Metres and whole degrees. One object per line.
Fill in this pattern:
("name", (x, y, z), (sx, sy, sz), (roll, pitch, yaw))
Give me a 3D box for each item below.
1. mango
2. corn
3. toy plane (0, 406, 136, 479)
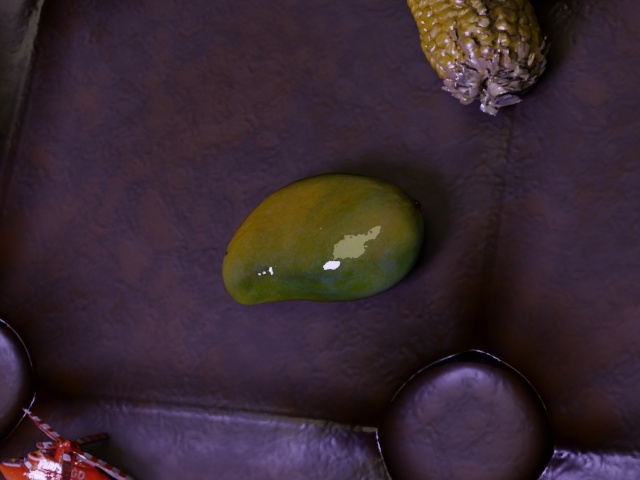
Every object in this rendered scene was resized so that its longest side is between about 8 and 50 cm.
("mango", (0.002, -0.003, 1.645), (0.191, 0.085, 0.122), (-2, 74, 15))
("corn", (0.121, -0.264, 1.691), (0.115, 0.115, 0.317), (-23, 67, 8))
("toy plane", (-0.193, 0.225, 1.636), (0.194, 0.126, 0.077), (12, 109, -14))
